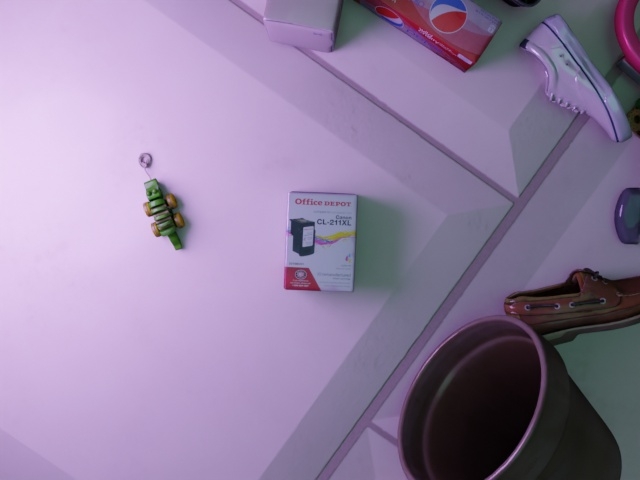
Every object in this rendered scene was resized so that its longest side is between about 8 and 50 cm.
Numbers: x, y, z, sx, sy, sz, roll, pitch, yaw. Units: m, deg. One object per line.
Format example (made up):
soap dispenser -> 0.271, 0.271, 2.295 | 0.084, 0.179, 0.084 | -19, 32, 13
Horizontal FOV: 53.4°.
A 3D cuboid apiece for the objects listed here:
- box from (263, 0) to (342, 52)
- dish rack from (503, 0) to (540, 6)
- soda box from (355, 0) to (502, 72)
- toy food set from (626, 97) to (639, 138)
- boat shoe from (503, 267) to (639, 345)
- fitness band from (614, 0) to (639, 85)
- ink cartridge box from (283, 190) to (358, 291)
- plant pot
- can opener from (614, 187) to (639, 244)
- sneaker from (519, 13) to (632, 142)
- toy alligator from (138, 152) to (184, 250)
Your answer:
box -> -0.005, -0.497, 1.082 | 0.121, 0.148, 0.311 | 11, 92, 0
dish rack -> 0.343, -0.564, 1.101 | 0.208, 0.074, 0.271 | 31, 91, -13
soda box -> 0.179, -0.410, 1.118 | 0.263, 0.083, 0.092 | 32, 93, -3
toy food set -> 0.604, -0.224, 1.162 | 0.083, 0.020, 0.082 | 38, 92, -2
boat shoe -> 0.484, 0.103, 1.135 | 0.307, 0.111, 0.104 | -19, 94, 1
fitness band -> 0.653, -0.351, 1.130 | 0.291, 0.054, 0.209 | 37, 86, -2
ink cartridge box -> 0.000, 0.000, 1.144 | 0.127, 0.072, 0.175 | 2, 94, 0
plant pot -> 0.340, 0.331, 1.071 | 0.280, 0.323, 0.323 | 34, 93, -18
can opener -> 0.577, -0.124, 1.115 | 0.095, 0.076, 0.283 | 0, 109, 12
sneaker -> 0.452, -0.273, 1.135 | 0.091, 0.094, 0.258 | -35, 89, 20
toy alligator -> -0.295, -0.070, 1.149 | 0.056, 0.051, 0.189 | -21, 93, 0
